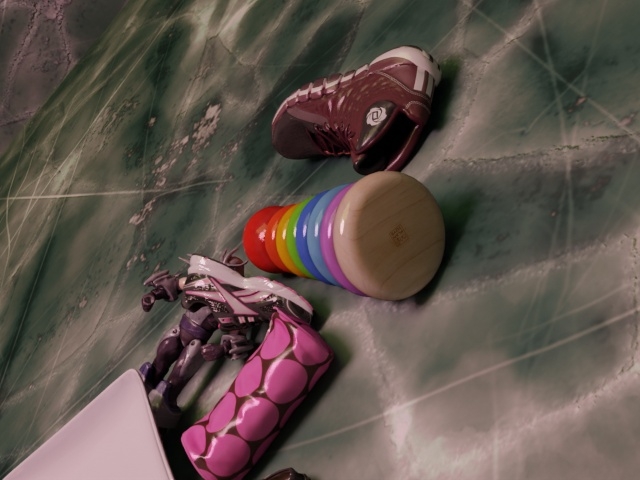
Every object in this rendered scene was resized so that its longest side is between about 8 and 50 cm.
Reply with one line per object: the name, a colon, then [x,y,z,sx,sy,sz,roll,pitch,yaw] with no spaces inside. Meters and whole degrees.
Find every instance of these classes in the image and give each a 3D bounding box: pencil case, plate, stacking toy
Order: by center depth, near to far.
pencil case: [-0.076,0.180,1.175,0.098,0.095,0.209,38,90,29]
stacking toy: [0.000,0.000,1.231,0.330,0.141,0.141,-4,55,59]
plate: [-0.264,0.342,1.237,0.278,0.045,0.277,-41,53,19]

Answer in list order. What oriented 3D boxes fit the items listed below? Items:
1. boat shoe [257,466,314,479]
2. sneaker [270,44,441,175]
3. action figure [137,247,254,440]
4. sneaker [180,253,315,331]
boat shoe: [-0.061,0.275,1.098,0.125,0.038,0.046,-26,32,38]
sneaker: [0.031,-0.139,1.353,0.281,0.106,0.162,-26,42,38]
action figure: [-0.175,0.134,1.340,0.185,0.099,0.285,34,96,42]
sneaker: [-0.092,0.083,1.260,0.178,0.072,0.077,18,78,20]
